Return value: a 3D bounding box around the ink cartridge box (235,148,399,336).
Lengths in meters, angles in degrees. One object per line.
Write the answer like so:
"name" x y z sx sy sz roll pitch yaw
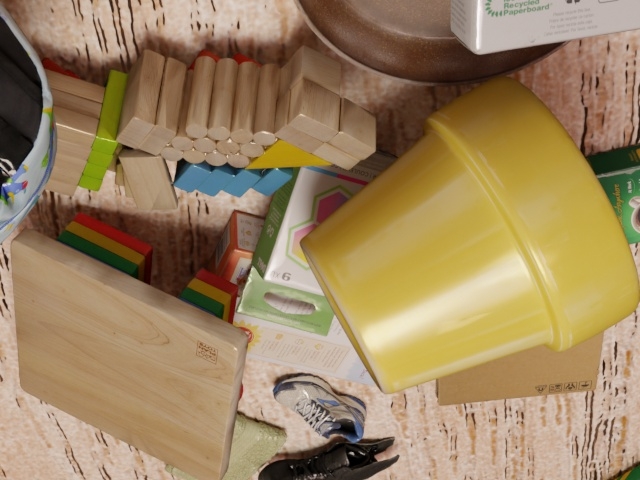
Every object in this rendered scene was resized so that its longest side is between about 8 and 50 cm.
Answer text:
"ink cartridge box" 0.000 0.000 1.197 0.109 0.062 0.209 16 102 -20

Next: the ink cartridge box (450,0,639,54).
"ink cartridge box" 0.260 -0.327 0.916 0.324 0.071 0.330 -10 120 -13

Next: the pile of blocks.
"pile of blocks" -0.128 -0.115 1.113 0.362 0.112 0.149 2 146 3

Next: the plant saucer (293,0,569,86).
"plant saucer" 0.119 -0.272 1.023 0.311 0.050 0.310 -3 133 -4

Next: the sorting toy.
"sorting toy" -0.191 0.109 1.260 0.257 0.089 0.255 24 138 11

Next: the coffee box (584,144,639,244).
"coffee box" 0.355 -0.053 1.257 0.184 0.040 0.113 -14 132 6

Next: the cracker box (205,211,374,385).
"cracker box" -0.015 0.069 1.316 0.232 0.067 0.155 16 130 -18

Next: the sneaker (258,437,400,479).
"sneaker" 0.010 0.290 1.533 0.170 0.051 0.089 5 140 -27

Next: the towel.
"towel" -0.121 0.276 1.528 0.110 0.027 0.148 25 126 -27

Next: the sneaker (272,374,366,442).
"sneaker" 0.003 0.210 1.456 0.135 0.058 0.052 23 127 -24

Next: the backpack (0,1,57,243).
"backpack" -0.366 -0.131 0.907 0.356 0.290 0.273 34 166 6

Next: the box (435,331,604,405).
"box" 0.240 0.133 1.434 0.201 0.021 0.164 -5 133 0

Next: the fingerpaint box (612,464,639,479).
"fingerpaint box" 0.574 0.473 1.691 0.371 0.163 0.445 -38 125 25

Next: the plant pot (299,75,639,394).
"plant pot" 0.121 0.013 1.087 0.239 0.254 0.254 -28 132 -3
